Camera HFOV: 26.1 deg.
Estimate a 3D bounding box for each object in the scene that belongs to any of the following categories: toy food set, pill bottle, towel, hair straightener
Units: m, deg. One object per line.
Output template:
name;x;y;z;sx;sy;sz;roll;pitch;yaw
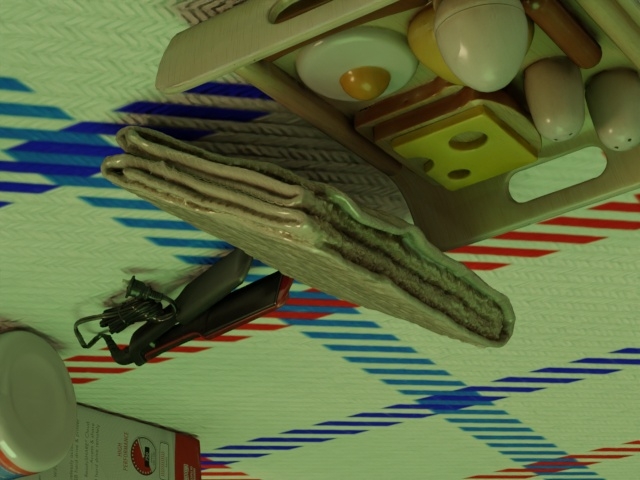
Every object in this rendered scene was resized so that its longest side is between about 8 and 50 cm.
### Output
toy food set;0.083;-0.077;0.818;0.219;0.092;0.306;-20;151;27
pill bottle;-0.334;0.161;1.203;0.221;0.124;0.124;-16;153;23
towel;0.000;0.000;0.930;0.187;0.049;0.282;19;173;34
hair straightener;-0.127;0.049;1.120;0.089;0.047;0.230;38;141;-28

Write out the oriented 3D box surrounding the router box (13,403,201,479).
router box;-0.238;0.334;1.339;0.082;0.335;0.301;-21;151;31
